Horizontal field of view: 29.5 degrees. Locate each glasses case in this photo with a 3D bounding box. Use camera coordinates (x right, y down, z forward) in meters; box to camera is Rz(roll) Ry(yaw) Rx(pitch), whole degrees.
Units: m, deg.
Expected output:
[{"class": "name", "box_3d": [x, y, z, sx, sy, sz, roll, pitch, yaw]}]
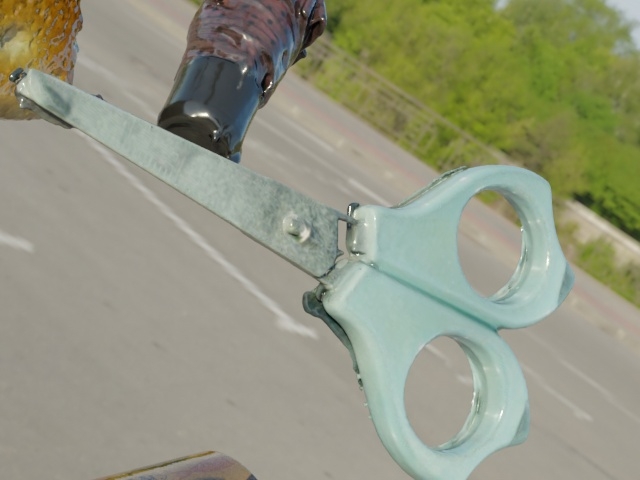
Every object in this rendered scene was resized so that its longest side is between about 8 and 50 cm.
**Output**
[{"class": "glasses case", "box_3d": [-0.103, 0.154, 0.699, 0.064, 0.041, 0.170, 9, 4, 30]}]

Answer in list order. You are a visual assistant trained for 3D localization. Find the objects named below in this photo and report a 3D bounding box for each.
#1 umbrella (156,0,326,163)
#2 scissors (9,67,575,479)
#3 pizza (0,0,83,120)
[{"class": "umbrella", "box_3d": [-0.034, -0.170, 0.821, 0.090, 0.326, 0.094, -2, -41, 25]}, {"class": "scissors", "box_3d": [-0.001, 0.000, 0.620, 0.360, 0.191, 0.029, 27, -15, -32]}, {"class": "pizza", "box_3d": [-0.202, -0.201, 0.684, 0.081, 0.229, 0.289, 19, -17, 24]}]
